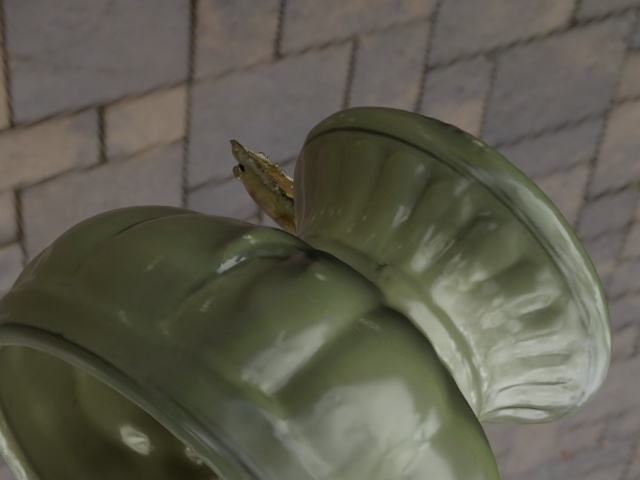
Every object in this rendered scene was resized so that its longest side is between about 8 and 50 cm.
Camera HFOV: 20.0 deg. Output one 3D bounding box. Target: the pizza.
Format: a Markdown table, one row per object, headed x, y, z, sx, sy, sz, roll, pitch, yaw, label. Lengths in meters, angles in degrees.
| x | y | z | sx | sy | sz | roll | pitch | yaw | label |
| --- | --- | --- | --- | --- | --- | --- | --- | --- | --- |
| 0.000 | 0.000 | 1.241 | 0.176 | 0.184 | 0.036 | 38 | 99 | -14 | pizza |

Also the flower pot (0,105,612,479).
| x | y | z | sx | sy | sz | roll | pitch | yaw | label |
| --- | --- | --- | --- | --- | --- | --- | --- | --- | --- |
| -0.001 | 0.082 | 0.949 | 0.244 | 0.307 | 0.307 | -41 | 156 | -28 | flower pot |
